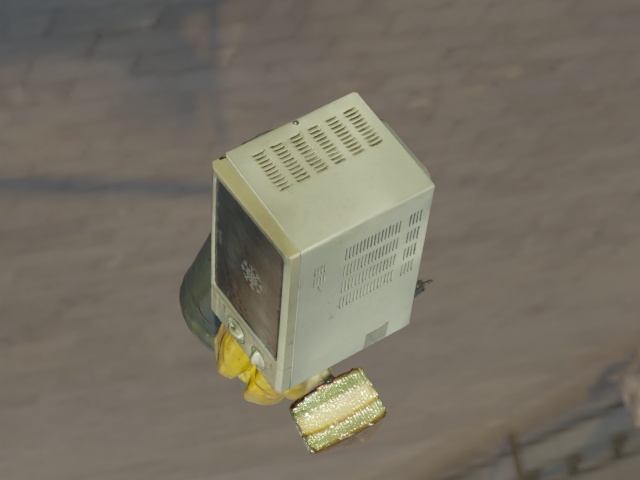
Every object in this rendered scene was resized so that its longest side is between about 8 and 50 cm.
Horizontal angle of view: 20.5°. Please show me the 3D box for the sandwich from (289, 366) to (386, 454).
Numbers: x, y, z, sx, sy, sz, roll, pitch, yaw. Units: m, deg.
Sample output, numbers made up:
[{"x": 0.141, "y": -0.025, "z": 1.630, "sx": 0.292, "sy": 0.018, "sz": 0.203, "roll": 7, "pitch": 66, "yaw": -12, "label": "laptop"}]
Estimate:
[{"x": 0.009, "y": 0.236, "z": 2.302, "sx": 0.113, "sy": 0.079, "sz": 0.163, "roll": -25, "pitch": 168, "yaw": -15, "label": "sandwich"}]

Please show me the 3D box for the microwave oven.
[{"x": 0.000, "y": 0.000, "z": 1.693, "sx": 0.194, "sy": 0.145, "sz": 0.240, "roll": -30, "pitch": 152, "yaw": -22, "label": "microwave oven"}]

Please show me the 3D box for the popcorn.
[{"x": -0.043, "y": 0.107, "z": 1.984, "sx": 0.167, "sy": 0.152, "sz": 0.148, "roll": -32, "pitch": 140, "yaw": -31, "label": "popcorn"}]

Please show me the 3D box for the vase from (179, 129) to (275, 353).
[{"x": -0.071, "y": 0.022, "z": 2.441, "sx": 0.245, "sy": 0.245, "sz": 0.291, "roll": -3, "pitch": 150, "yaw": -33, "label": "vase"}]
